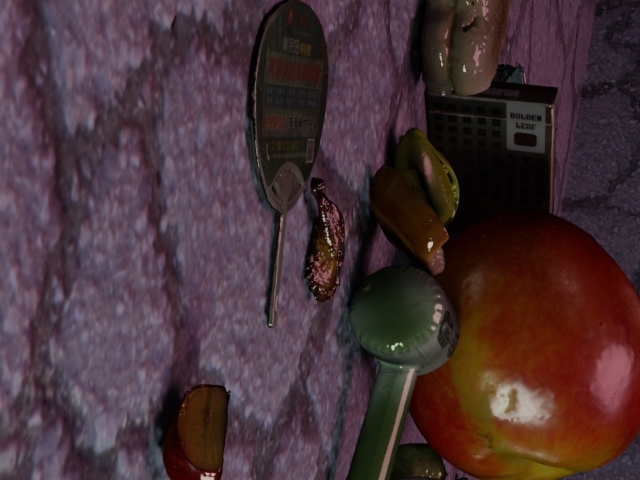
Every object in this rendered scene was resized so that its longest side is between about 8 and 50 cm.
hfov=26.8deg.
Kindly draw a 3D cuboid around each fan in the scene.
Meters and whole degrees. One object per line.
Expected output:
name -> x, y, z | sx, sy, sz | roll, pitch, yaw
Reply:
fan -> -0.025, -0.096, 1.287 | 0.223, 0.012, 0.294 | -63, 155, -53

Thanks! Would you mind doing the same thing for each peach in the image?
peach -> 0.282, 0.144, 1.859 | 0.388, 0.388, 0.388 | 7, 90, -75
peach -> -0.097, 0.156, 1.058 | 0.077, 0.050, 0.083 | -125, -131, -78

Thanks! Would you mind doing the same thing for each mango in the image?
mango -> 0.129, -0.081, 1.737 | 0.091, 0.074, 0.165 | -66, 147, -34

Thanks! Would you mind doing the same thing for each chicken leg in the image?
chicken leg -> 0.002, -0.002, 1.394 | 0.062, 0.037, 0.145 | -31, 129, -54

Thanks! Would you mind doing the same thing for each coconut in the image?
coconut -> 0.138, 0.330, 1.909 | 0.088, 0.096, 0.088 | -35, -129, 58

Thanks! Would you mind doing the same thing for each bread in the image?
bread -> 0.207, -0.355, 1.829 | 0.183, 0.102, 0.337 | 81, 21, -45
bread -> 0.102, -0.016, 1.609 | 0.044, 0.129, 0.126 | -36, 147, -16

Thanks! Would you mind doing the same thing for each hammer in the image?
hammer -> 0.074, 0.201, 1.615 | 0.206, 0.119, 0.335 | 46, 59, -70

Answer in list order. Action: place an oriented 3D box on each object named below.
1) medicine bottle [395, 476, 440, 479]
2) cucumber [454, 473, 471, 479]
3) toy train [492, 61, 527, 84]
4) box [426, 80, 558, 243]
medicine bottle -> 0.138, 0.490, 1.868 | 0.151, 0.151, 0.322 | -62, 154, -52
cucumber -> 0.161, 0.418, 1.954 | 0.245, 0.067, 0.067 | -53, -173, 41
toy train -> 0.253, -0.184, 2.070 | 0.203, 0.112, 0.163 | -54, 141, -62
box -> 0.251, -0.094, 1.959 | 0.325, 0.180, 0.047 | 82, 22, -44
